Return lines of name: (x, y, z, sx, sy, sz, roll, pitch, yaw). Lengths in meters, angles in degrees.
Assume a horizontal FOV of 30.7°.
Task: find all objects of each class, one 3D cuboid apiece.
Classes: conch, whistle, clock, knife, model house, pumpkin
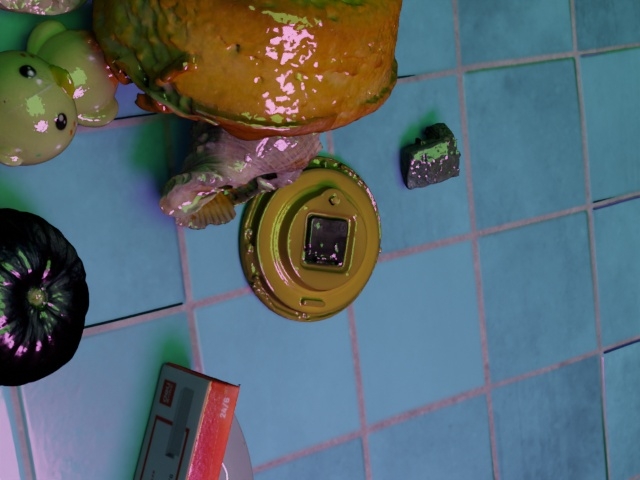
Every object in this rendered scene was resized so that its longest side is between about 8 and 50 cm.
conch: (-0.102, -0.100, 1.465, 0.245, 0.163, 0.178, -39, 136, -20)
whistle: (-0.288, -0.188, 1.339, 0.294, 0.141, 0.141, -41, 115, -26)
clock: (0.000, 0.000, 1.602, 0.237, 0.057, 0.237, -4, 98, -33)
knife: (-0.123, 0.352, 1.566, 0.080, 0.044, 0.331, -2, 92, -32)
model house: (0.154, -0.122, 1.701, 0.083, 0.066, 0.079, -17, 116, -14)
pumpkin: (-0.354, 0.065, 1.316, 0.202, 0.140, 0.202, 3, 87, -50)

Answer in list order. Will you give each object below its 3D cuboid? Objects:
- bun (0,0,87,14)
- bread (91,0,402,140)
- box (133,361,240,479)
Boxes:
bun: (-0.329, -0.364, 1.304, 0.210, 0.116, 0.237, -41, 114, -24)
bread: (-0.076, -0.274, 1.347, 0.358, 0.337, 0.204, -24, 142, -39)
box: (-0.177, 0.278, 1.467, 0.050, 0.123, 0.229, 16, 86, -37)
